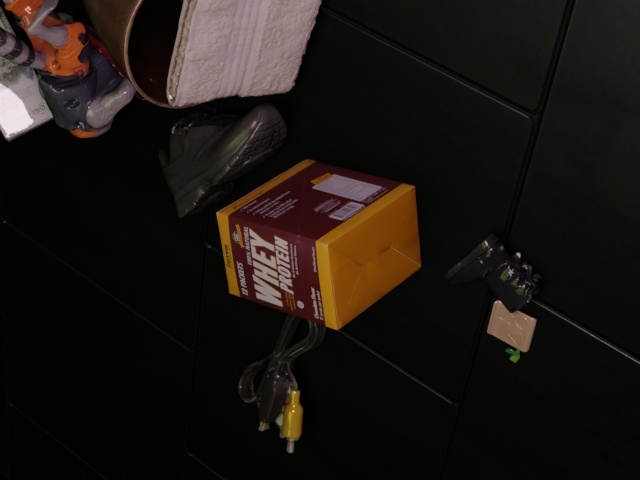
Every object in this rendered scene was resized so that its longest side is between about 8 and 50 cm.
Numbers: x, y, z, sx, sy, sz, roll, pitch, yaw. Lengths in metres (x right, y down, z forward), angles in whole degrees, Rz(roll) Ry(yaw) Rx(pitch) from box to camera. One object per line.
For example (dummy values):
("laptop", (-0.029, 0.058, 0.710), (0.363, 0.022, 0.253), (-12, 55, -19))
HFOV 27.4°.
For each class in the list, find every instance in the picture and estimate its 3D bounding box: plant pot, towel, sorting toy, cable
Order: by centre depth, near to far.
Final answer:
("towel", (-0.088, -0.288, 1.683), (0.049, 0.187, 0.282), (61, 148, 34))
("sorting toy", (0.254, 0.124, 1.753), (0.062, 0.012, 0.083), (26, 128, 24))
("plant pot", (-0.232, -0.328, 1.799), (0.230, 0.215, 0.215), (40, 139, 38))
("cable", (-0.053, 0.196, 2.087), (0.139, 0.072, 0.287), (46, 129, 37))

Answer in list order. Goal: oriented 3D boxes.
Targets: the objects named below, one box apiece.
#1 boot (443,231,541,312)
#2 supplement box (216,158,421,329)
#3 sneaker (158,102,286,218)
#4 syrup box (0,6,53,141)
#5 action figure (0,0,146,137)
("boot", (0.225, 0.053, 1.713), (0.099, 0.045, 0.121), (48, 138, 3))
("supplement box", (0.000, 0.000, 1.779), (0.194, 0.191, 0.129), (16, 126, 37))
("sneaker", (-0.158, -0.137, 1.913), (0.286, 0.109, 0.130), (-35, 84, 47))
("syrup box", (-0.527, -0.286, 2.147), (0.237, 0.093, 0.096), (63, 168, -10))
("action figure", (-0.416, -0.279, 1.984), (0.341, 0.178, 0.330), (27, 158, 35))
